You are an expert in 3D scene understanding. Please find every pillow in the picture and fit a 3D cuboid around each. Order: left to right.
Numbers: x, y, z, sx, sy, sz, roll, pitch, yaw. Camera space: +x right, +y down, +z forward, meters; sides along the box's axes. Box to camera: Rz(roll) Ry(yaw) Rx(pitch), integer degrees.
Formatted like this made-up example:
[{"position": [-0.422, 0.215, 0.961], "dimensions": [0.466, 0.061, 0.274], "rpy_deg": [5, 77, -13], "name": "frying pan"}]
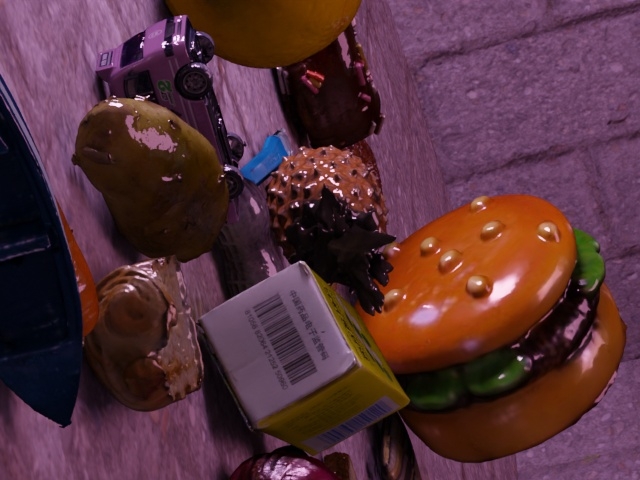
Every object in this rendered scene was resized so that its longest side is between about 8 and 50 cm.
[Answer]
[{"position": [0.127, 0.376, 2.717], "dimensions": [0.208, 0.052, 0.212], "rpy_deg": [-83, 158, -71], "name": "pillow"}]

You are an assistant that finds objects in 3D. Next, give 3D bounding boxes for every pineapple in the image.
[{"position": [0.017, -0.001, 2.202], "dimensions": [0.340, 0.169, 0.169], "rpy_deg": [-106, 178, -69], "name": "pineapple"}]

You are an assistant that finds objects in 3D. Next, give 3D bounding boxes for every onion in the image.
[{"position": [-0.027, 0.292, 1.799], "dimensions": [0.198, 0.135, 0.173], "rpy_deg": [4, 70, -77], "name": "onion"}]

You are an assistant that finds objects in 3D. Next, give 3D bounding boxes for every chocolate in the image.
[{"position": [-0.083, 0.002, 2.032], "dimensions": [0.072, 0.072, 0.167], "rpy_deg": [-75, 152, -68], "name": "chocolate"}]

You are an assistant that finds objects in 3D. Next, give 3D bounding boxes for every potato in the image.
[{"position": [-0.151, -0.057, 1.667], "dimensions": [0.117, 0.090, 0.225], "rpy_deg": [-59, 149, -14], "name": "potato"}]

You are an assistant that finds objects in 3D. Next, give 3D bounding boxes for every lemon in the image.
[{"position": [-0.071, -0.308, 2.050], "dimensions": [0.219, 0.240, 0.240], "rpy_deg": [-42, 119, -63], "name": "lemon"}]

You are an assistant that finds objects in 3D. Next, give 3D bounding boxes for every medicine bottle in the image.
[{"position": [-0.015, 0.132, 1.950], "dimensions": [0.137, 0.141, 0.250], "rpy_deg": [63, 6, 19], "name": "medicine bottle"}]

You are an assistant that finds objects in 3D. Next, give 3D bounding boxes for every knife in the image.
[{"position": [-0.072, -0.102, 2.345], "dimensions": [0.296, 0.026, 0.044], "rpy_deg": [-49, 123, -74], "name": "knife"}]

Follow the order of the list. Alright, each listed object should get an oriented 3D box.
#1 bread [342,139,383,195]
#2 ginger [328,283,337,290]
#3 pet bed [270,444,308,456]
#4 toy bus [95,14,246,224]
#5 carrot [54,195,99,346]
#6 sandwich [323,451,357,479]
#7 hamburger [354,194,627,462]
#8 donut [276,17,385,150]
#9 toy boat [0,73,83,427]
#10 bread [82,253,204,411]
[{"position": [0.055, -0.087, 2.880], "dimensions": [0.193, 0.064, 0.193], "rpy_deg": [-12, 90, -76], "name": "bread"}, {"position": [0.000, 0.000, 2.528], "dimensions": [0.193, 0.052, 0.176], "rpy_deg": [44, 33, -57], "name": "ginger"}, {"position": [-0.022, 0.318, 2.015], "dimensions": [0.201, 0.053, 0.201], "rpy_deg": [-13, 90, -81], "name": "pet bed"}, {"position": [-0.140, -0.111, 1.779], "dimensions": [0.096, 0.108, 0.199], "rpy_deg": [-93, 168, -61], "name": "toy bus"}, {"position": [-0.221, -0.014, 1.345], "dimensions": [0.067, 0.067, 0.225], "rpy_deg": [-86, 158, -58], "name": "carrot"}, {"position": [0.031, 0.332, 2.318], "dimensions": [0.093, 0.036, 0.105], "rpy_deg": [-89, 164, -55], "name": "sandwich"}, {"position": [0.229, 0.119, 2.720], "dimensions": [0.277, 0.396, 0.396], "rpy_deg": [57, 19, -25], "name": "hamburger"}, {"position": [-0.004, -0.316, 2.670], "dimensions": [0.259, 0.136, 0.345], "rpy_deg": [60, 19, -66], "name": "donut"}, {"position": [-0.221, -0.003, 1.270], "dimensions": [0.062, 0.096, 0.299], "rpy_deg": [-102, 176, -63], "name": "toy boat"}, {"position": [-0.150, 0.078, 1.572], "dimensions": [0.232, 0.088, 0.128], "rpy_deg": [-13, 99, -86], "name": "bread"}]
